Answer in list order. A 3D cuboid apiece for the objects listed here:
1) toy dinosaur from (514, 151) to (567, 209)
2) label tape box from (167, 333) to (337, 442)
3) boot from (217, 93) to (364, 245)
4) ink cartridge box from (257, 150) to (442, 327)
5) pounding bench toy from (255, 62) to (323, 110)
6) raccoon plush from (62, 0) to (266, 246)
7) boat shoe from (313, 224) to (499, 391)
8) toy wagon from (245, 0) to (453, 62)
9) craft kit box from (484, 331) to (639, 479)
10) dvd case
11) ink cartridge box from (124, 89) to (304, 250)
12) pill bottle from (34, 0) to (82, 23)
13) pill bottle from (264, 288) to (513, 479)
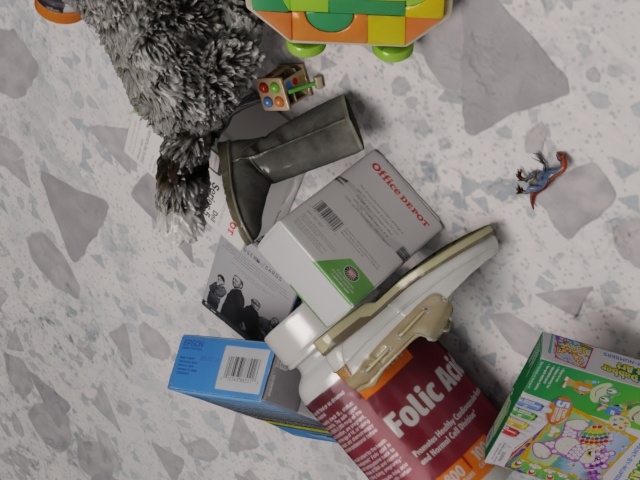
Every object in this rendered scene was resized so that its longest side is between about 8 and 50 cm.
[{"bbox_3d":[0.297,-0.087,1.590,0.082,0.047,0.090,-9,145,38],"label":"toy dinosaur"},{"bbox_3d":[-0.060,0.264,2.092,0.240,0.106,0.333,1,161,43],"label":"label tape box"},{"bbox_3d":[-0.036,-0.103,1.723,0.076,0.208,0.190,68,-171,-65],"label":"boot"},{"bbox_3d":[0.046,-0.005,1.736,0.160,0.219,0.092,49,144,4],"label":"ink cartridge box"},{"bbox_3d":[-0.045,-0.226,1.774,0.083,0.065,0.052,5,122,41],"label":"pounding bench toy"},{"bbox_3d":[-0.250,-0.224,1.622,0.216,0.299,0.447,-4,82,51],"label":"raccoon plush"},{"bbox_3d":[0.139,0.096,1.709,0.302,0.113,0.103,-37,87,7],"label":"boat shoe"},{"bbox_3d":[-0.003,-0.342,1.518,0.344,0.068,0.267,3,140,4],"label":"toy wagon"},{"bbox_3d":[0.380,0.253,1.659,0.246,0.061,0.250,14,135,-2],"label":"craft kit box"},{"bbox_3d":[-0.117,0.085,2.106,0.179,0.029,0.239,38,138,16],"label":"dvd case"},{"bbox_3d":[-0.166,-0.149,1.909,0.273,0.114,0.198,40,139,14],"label":"ink cartridge box"},{"bbox_3d":[-0.395,-0.459,1.885,0.130,0.130,0.246,38,139,16],"label":"pill bottle"},{"bbox_3d":[0.110,0.239,1.853,0.392,0.224,0.224,49,140,3],"label":"pill bottle"}]
